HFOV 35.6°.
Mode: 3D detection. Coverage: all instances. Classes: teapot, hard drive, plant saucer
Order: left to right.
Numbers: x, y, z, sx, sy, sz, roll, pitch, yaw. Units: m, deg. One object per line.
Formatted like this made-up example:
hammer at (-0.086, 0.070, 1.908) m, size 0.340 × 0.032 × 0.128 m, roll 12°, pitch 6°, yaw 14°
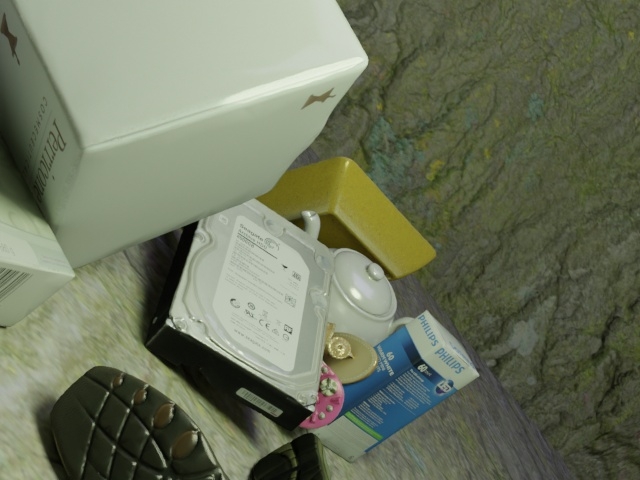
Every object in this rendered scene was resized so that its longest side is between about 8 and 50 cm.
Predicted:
hard drive at (-0.096, 0.075, 1.389) m, size 0.237 × 0.064 × 0.339 m, roll 34°, pitch 32°, yaw -17°
plant saucer at (0.000, 0.000, 1.901) m, size 0.333 × 0.333 × 0.081 m, roll 44°, pitch 46°, yaw -38°
teapot at (0.048, 0.109, 1.777) m, size 0.256 × 0.187 × 0.252 m, roll 20°, pitch 41°, yaw -38°

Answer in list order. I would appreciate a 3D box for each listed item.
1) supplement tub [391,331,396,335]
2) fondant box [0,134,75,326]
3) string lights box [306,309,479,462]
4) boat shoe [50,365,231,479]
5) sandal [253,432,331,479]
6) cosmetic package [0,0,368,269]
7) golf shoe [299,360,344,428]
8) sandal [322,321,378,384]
supplement tub at (0.128, 0.235, 2.092) m, size 0.198 × 0.106 × 0.106 m, roll 53°, pitch 11°, yaw -8°
fondant box at (-0.396, -0.087, 0.927) m, size 0.330 × 0.096 × 0.238 m, roll 56°, pitch 11°, yaw 20°
string lights box at (0.108, 0.237, 1.589) m, size 0.133 × 0.260 × 0.077 m, roll 44°, pitch 15°, yaw -44°
boat shoe at (-0.131, 0.263, 0.951) m, size 0.324 × 0.122 × 0.120 m, roll 46°, pitch -22°, yaw 6°
sandal at (-0.027, 0.318, 1.179) m, size 0.303 × 0.120 × 0.086 m, roll -64°, pitch 131°, yaw -78°
cosmetic package at (-0.219, -0.236, 1.099) m, size 0.393 × 0.327 × 0.329 m, roll 62°, pitch -30°, yaw 11°
golf shoe at (-0.079, 0.160, 1.518) m, size 0.306 × 0.115 × 0.140 m, roll 56°, pitch -8°, yaw 14°
sandal at (-0.020, 0.159, 1.590) m, size 0.240 × 0.088 × 0.079 m, roll 18°, pitch -19°, yaw 45°
